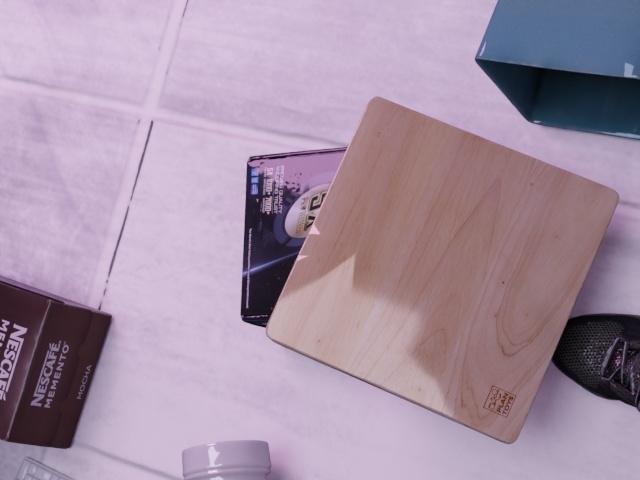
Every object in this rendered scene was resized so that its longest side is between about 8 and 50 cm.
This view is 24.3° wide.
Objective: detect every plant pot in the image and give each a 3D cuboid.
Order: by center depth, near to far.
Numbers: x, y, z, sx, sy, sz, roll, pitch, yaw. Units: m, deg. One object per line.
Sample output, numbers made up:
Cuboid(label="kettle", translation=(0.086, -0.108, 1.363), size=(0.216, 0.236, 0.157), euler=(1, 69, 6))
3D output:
Cuboid(label="plant pot", translation=(0.280, -0.236, 1.412), size=(0.166, 0.166, 0.234), euler=(12, 78, 30))

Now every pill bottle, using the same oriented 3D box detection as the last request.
Cuboid(label="pill bottle", translation=(-0.088, 0.320, 1.512), size=(0.124, 0.124, 0.221), euler=(-15, 73, 25))

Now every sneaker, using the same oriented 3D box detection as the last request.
Cuboid(label="sneaker", translation=(0.299, 0.118, 1.342), size=(0.228, 0.130, 0.087), euler=(26, 91, 33))

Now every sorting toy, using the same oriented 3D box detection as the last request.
Cuboid(label="sorting toy", translation=(0.118, 0.031, 1.428), size=(0.256, 0.089, 0.257), euler=(23, 82, 11))

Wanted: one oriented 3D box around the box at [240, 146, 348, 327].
Cuboid(label="box", translation=(0.000, 0.000, 1.556), size=(0.147, 0.077, 0.180), euler=(-3, 78, 27))

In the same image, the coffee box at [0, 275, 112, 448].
Cuboid(label="coffee box", translation=(-0.410, 0.117, 1.730), size=(0.297, 0.119, 0.168), euler=(15, 87, 30))

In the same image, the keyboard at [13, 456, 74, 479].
Cuboid(label="keyboard", translation=(-0.255, 0.320, 1.665), size=(0.256, 0.014, 0.072), euler=(19, 89, 30))
